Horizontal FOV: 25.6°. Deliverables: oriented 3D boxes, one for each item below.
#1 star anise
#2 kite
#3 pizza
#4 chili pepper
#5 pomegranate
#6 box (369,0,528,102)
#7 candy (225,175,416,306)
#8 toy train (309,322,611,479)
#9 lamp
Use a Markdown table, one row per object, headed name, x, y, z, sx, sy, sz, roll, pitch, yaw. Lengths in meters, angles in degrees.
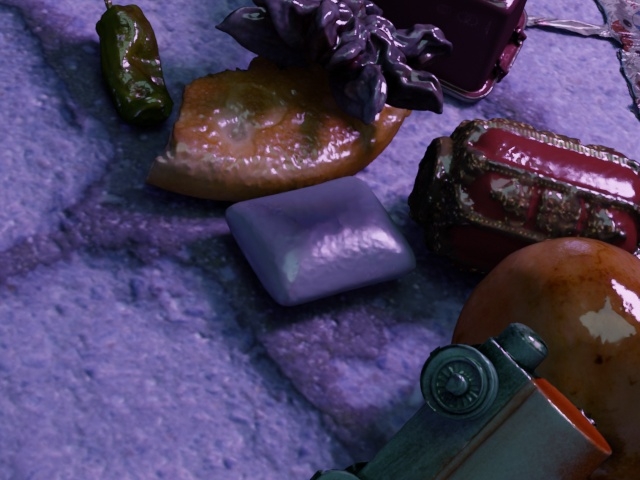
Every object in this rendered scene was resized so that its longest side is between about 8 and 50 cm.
| name | x | y | z | sx | sy | sz | roll | pitch | yaw |
| --- | --- | --- | --- | --- | --- | --- | --- | --- | --- |
| star anise | 0.025 | -0.231 | 1.562 | 0.283 | 0.129 | 0.212 | 44 | 41 | 10 |
| kite | 0.434 | -0.281 | 1.927 | 0.368 | 0.014 | 0.406 | 5 | 49 | -17 |
| pizza | -0.045 | -0.130 | 1.574 | 0.365 | 0.074 | 0.182 | -25 | 64 | -35 |
| chili pepper | -0.216 | -0.216 | 1.589 | 0.072 | 0.073 | 0.204 | 4 | 58 | -41 |
| pomegranate | 0.252 | 0.106 | 1.369 | 0.252 | 0.229 | 0.270 | 17 | 37 | -19 |
| box | 0.127 | -0.327 | 1.730 | 0.294 | 0.167 | 0.193 | 27 | 59 | 4 |
| candy | 0.000 | 0.000 | 1.475 | 0.174 | 0.071 | 0.138 | -14 | 55 | -31 |
| toy train | 0.116 | 0.211 | 1.216 | 0.177 | 0.285 | 0.116 | 46 | 10 | 16 |
| lamp | 0.237 | -0.033 | 1.534 | 0.274 | 0.177 | 0.177 | 14 | 47 | -6 |
